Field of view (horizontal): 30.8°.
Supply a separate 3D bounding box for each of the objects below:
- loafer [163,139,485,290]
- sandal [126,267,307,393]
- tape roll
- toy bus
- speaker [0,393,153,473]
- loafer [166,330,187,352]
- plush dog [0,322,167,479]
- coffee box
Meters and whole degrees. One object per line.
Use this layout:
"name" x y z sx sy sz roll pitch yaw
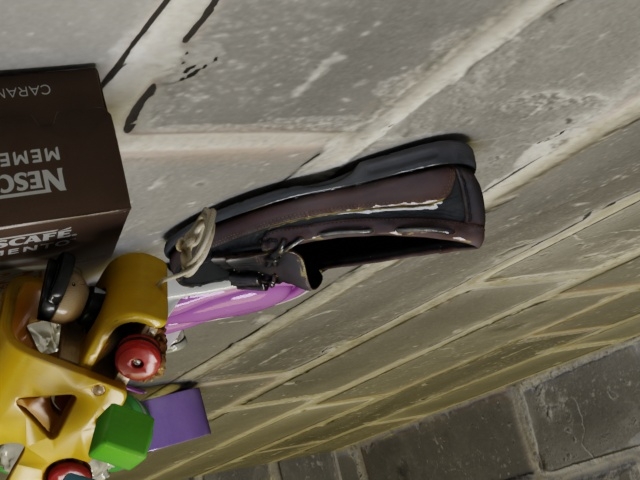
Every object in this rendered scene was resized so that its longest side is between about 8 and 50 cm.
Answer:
"loafer" 0.000 0.000 1.032 0.302 0.095 0.109 -18 164 18
"sandal" -0.195 0.105 1.208 0.416 0.102 0.169 -19 163 4
"tape roll" -0.277 0.300 1.879 0.189 0.080 0.189 -16 174 -2
"toy bus" -0.167 0.071 0.722 0.104 0.202 0.191 23 157 -21
"speaker" -0.357 0.268 1.646 0.131 0.131 0.296 -19 164 18
"loafer" -0.226 0.121 1.410 0.125 0.039 0.045 -11 -162 3
"plush dog" -0.260 0.078 1.017 0.262 0.210 0.225 10 -174 14
"coffee box" -0.220 -0.014 0.779 0.141 0.098 0.246 -10 165 -19
